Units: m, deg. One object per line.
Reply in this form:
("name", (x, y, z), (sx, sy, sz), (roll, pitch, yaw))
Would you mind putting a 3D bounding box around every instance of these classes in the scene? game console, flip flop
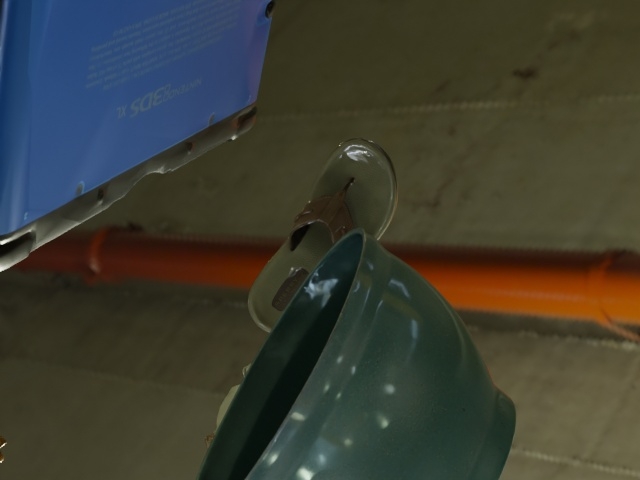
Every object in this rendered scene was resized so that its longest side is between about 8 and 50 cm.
("game console", (-0.163, -0.094, 0.831), (0.173, 0.250, 0.293), (20, -155, 17))
("flip flop", (0.000, 0.000, 1.891), (0.277, 0.112, 0.080), (-54, 175, 9))

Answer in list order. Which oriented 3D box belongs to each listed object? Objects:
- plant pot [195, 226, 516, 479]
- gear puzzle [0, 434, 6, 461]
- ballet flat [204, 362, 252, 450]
("plant pot", (0.041, 0.164, 1.293), (0.293, 0.196, 0.293), (-57, -171, 14))
("gear puzzle", (-0.477, 0.140, 1.608), (0.044, 0.339, 0.175), (-48, 173, -50))
("ballet flat", (-0.065, 0.173, 1.661), (0.073, 0.067, 0.206), (-20, -157, 35))
